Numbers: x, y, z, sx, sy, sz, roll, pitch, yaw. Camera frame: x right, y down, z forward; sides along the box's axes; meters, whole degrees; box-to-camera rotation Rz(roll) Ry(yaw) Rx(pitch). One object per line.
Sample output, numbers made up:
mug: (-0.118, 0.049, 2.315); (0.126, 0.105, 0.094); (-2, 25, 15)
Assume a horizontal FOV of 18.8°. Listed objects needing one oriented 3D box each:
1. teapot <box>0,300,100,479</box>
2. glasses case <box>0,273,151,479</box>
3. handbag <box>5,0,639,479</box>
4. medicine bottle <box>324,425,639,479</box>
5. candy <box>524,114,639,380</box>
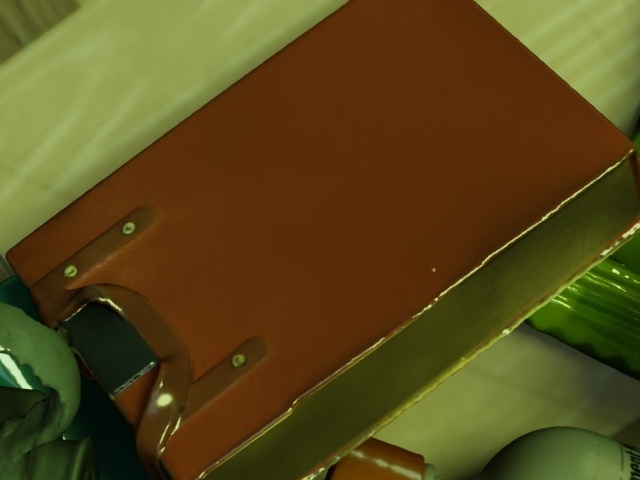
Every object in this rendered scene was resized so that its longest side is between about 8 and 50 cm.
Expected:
teapot: (-0.121, 0.105, 0.616); (0.149, 0.162, 0.239); (4, 130, 1)
glasses case: (-0.070, 0.165, 0.725); (0.117, 0.070, 0.301); (-35, 93, 6)
handbag: (0.000, 0.000, 0.663); (0.190, 0.063, 0.127); (-37, 55, -9)
medicine bottle: (0.125, 0.161, 0.665); (0.289, 0.157, 0.157); (20, 96, 2)
candy: (0.166, -0.057, 0.690); (0.149, 0.069, 0.246); (23, 97, -1)
